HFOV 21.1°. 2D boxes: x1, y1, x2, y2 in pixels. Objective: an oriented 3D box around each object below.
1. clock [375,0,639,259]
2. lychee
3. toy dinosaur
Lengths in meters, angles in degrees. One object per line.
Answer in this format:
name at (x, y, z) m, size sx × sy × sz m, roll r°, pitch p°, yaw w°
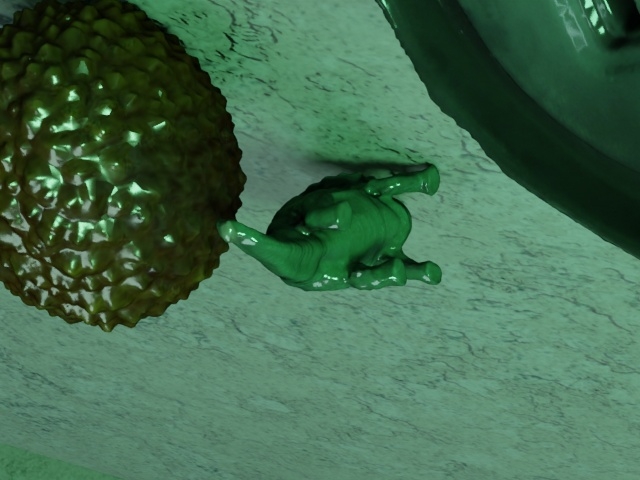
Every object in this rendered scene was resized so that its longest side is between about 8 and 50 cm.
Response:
clock at (0.133, -0.126, 0.635) m, size 0.325 × 0.067 × 0.325 m, roll 34°, pitch 145°, yaw 28°
lychee at (-0.138, -0.044, 1.070) m, size 0.200 × 0.200 × 0.238 m, roll 7°, pitch 165°, yaw 20°
toy dinosaur at (0.018, -0.002, 1.117) m, size 0.120 × 0.079 × 0.292 m, roll -6°, pitch -175°, yaw 7°
